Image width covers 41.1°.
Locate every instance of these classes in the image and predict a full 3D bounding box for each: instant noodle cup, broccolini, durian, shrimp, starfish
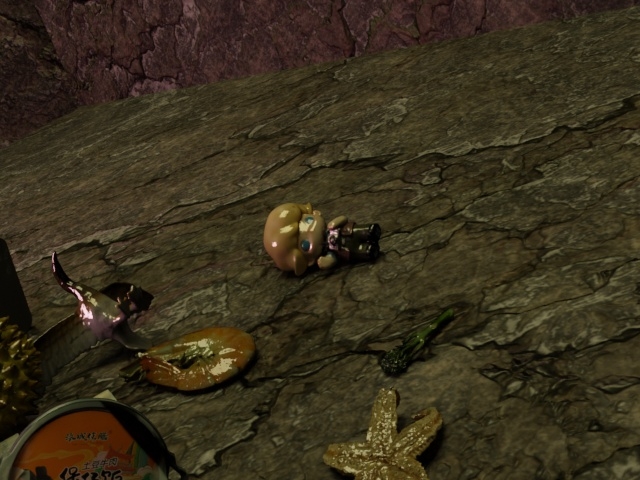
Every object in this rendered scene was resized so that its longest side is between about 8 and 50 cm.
[{"bbox_3d":[-0.265,0.256,0.946,0.125,0.208,0.177,-4,65,65],"label":"instant noodle cup"},{"bbox_3d":[0.124,0.128,1.092,0.140,0.030,0.035,-33,-10,-40],"label":"broccolini"},{"bbox_3d":[-0.514,0.214,1.127,0.293,0.258,0.258,-53,28,-3],"label":"durian"},{"bbox_3d":[-0.194,0.173,1.213,0.217,0.051,0.115,-11,26,15],"label":"shrimp"},{"bbox_3d":[0.057,0.227,0.877,0.150,0.053,0.209,-2,30,46],"label":"starfish"}]

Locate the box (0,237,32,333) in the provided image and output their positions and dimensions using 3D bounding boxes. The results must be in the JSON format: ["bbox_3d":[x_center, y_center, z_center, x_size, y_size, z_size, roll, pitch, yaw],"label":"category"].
[{"bbox_3d":[-0.624,0.099,1.515,0.135,0.243,0.163,4,29,20],"label":"box"}]

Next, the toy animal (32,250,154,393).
[{"bbox_3d":[-0.346,0.099,1.347,0.160,0.197,0.272,-2,24,31],"label":"toy animal"}]

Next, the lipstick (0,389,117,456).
[{"bbox_3d":[-0.361,0.279,1.066,0.253,0.077,0.079,-30,26,-22],"label":"lipstick"}]

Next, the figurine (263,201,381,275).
[{"bbox_3d":[0.000,0.000,1.393,0.196,0.114,0.108,8,10,30],"label":"figurine"}]
